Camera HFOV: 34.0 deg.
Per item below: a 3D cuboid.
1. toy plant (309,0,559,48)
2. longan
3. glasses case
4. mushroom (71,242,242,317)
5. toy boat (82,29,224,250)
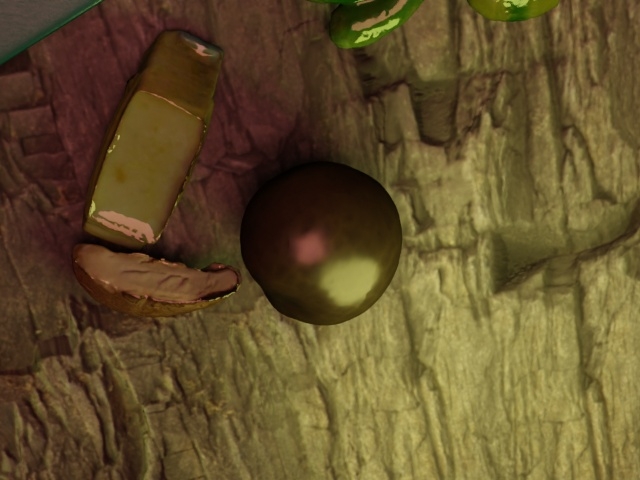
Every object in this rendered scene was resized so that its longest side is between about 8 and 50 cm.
[{"bbox_3d":[0.104,-0.328,1.158,0.315,0.184,0.224,0,109,8],"label":"toy plant"},{"bbox_3d":[0.000,0.000,1.253,0.198,0.198,0.212,-46,125,11],"label":"longan"},{"bbox_3d":[-0.352,-0.266,1.148,0.301,0.070,0.117,-31,120,2],"label":"glasses case"},{"bbox_3d":[-0.207,0.057,1.297,0.209,0.094,0.072,11,66,-11],"label":"mushroom"},{"bbox_3d":[-0.199,-0.107,1.229,0.111,0.084,0.276,22,109,-15],"label":"toy boat"}]
